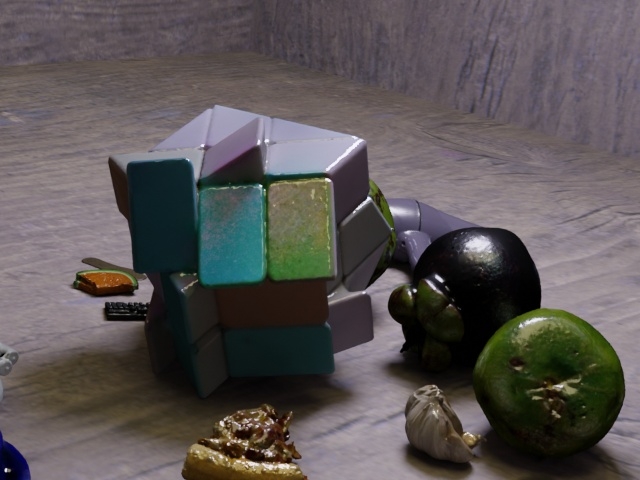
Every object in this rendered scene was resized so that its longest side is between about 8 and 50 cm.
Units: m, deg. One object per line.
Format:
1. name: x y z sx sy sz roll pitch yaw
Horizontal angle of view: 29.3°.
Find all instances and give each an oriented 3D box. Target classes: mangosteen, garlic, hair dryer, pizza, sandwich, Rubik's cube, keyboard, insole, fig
1. mangosteen: 0.216 0.090 1.836 0.243 0.243 0.243 6 18 -2
2. garlic: 0.149 0.240 1.567 0.074 0.094 0.113 -46 47 -15
3. hair dryer: 0.232 0.048 2.199 0.301 0.121 0.361 10 26 -16
4. pizza: -0.077 0.242 1.485 0.154 0.069 0.194 7 19 3
5. sandwich: -0.351 0.069 1.998 0.101 0.026 0.069 -3 24 -19
6. Rubik's cube: -0.096 0.007 1.719 0.387 0.358 0.368 15 39 32
7. keyboard: -0.241 0.109 1.927 0.195 0.018 0.060 1 16 -17
8. insole: -0.353 0.048 2.096 0.135 0.002 0.045 17 20 31
9. fig: 0.295 0.205 1.657 0.203 0.203 0.235 6 -21 -2

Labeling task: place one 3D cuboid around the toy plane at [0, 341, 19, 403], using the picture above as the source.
1. toy plane: -0.463 0.175 1.543 0.174 0.080 0.174 -4 32 3

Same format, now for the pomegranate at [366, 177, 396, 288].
1. pomegranate: 0.000 0.000 1.983 0.254 0.254 0.270 6 15 -1

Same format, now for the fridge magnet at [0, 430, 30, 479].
1. fridge magnet: -0.439 0.243 1.287 0.265 0.113 0.265 8 18 -3
